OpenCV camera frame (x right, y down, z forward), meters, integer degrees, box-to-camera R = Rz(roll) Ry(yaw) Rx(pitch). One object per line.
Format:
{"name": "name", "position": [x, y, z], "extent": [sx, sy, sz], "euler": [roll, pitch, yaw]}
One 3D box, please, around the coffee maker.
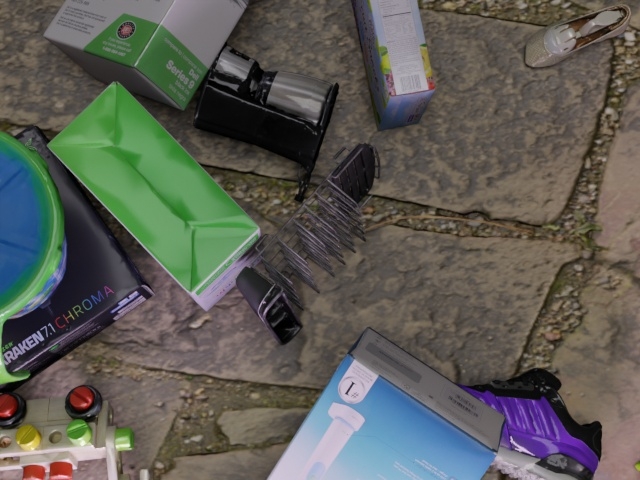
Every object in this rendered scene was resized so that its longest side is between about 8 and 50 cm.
{"name": "coffee maker", "position": [-0.082, -0.165, 1.509], "extent": [0.178, 0.120, 0.171], "euler": [18, 82, 2]}

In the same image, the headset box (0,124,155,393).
{"name": "headset box", "position": [-0.406, 0.020, 1.466], "extent": [0.246, 0.131, 0.283], "euler": [-34, 83, -7]}

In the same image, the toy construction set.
{"name": "toy construction set", "position": [-0.359, 0.308, 1.413], "extent": [0.327, 0.151, 0.215], "euler": [2, 57, -9]}

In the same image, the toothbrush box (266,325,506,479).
{"name": "toothbrush box", "position": [0.063, 0.297, 1.378], "extent": [0.216, 0.126, 0.296], "euler": [32, 107, 7]}

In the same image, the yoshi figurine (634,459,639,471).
{"name": "yoshi figurine", "position": [0.500, 0.401, 1.406], "extent": [0.203, 0.203, 0.362], "euler": [31, 85, -3]}

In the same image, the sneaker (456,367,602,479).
{"name": "sneaker", "position": [0.249, 0.229, 1.476], "extent": [0.293, 0.102, 0.146], "euler": [28, 75, -1]}

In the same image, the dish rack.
{"name": "dish rack", "position": [0.000, 0.000, 1.449], "extent": [0.074, 0.208, 0.271], "euler": [39, 81, 14]}

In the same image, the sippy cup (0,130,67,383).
{"name": "sippy cup", "position": [-0.401, 0.002, 1.288], "extent": [0.240, 0.224, 0.305], "euler": [24, 80, 3]}

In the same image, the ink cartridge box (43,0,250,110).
{"name": "ink cartridge box", "position": [-0.208, -0.346, 1.486], "extent": [0.211, 0.121, 0.289], "euler": [24, 79, 40]}

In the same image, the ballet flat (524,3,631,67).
{"name": "ballet flat", "position": [0.370, -0.302, 1.576], "extent": [0.168, 0.052, 0.057], "euler": [-25, 83, -5]}

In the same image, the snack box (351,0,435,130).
{"name": "snack box", "position": [0.097, -0.275, 1.502], "extent": [0.070, 0.174, 0.207], "euler": [-11, 82, -4]}

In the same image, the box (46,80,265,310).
{"name": "box", "position": [-0.202, -0.051, 1.431], "extent": [0.127, 0.231, 0.262], "euler": [-44, 85, -8]}
